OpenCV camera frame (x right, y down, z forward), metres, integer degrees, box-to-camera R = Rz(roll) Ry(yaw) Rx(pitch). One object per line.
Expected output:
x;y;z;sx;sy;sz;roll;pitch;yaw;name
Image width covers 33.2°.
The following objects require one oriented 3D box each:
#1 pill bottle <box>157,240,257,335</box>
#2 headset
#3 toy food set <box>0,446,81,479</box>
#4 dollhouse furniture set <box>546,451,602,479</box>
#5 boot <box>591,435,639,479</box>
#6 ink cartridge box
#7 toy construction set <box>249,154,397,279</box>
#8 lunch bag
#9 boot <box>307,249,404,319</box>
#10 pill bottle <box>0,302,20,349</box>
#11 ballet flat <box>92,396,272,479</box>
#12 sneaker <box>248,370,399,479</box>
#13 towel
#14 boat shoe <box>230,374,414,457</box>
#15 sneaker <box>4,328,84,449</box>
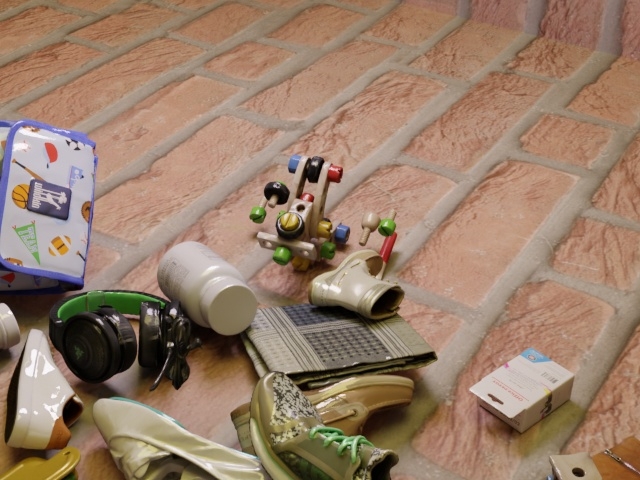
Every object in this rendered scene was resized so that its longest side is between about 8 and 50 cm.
-0.216;0.095;2.069;0.131;0.131;0.229;-16;25;-25;pill bottle
-0.339;0.155;1.937;0.243;0.185;0.394;-7;23;-33;headset
-0.464;0.410;1.689;0.128;0.071;0.218;-1;23;42;toy food set
0.338;0.425;1.649;0.183;0.129;0.129;-4;34;-11;dollhouse furniture set
0.513;0.426;1.692;0.264;0.096;0.280;-22;40;-31;boot
0.359;0.276;1.934;0.181;0.061;0.104;-25;42;-35;ink cartridge box
0.000;0.000;2.241;0.309;0.257;0.237;26;53;-5;toy construction set
-0.648;-0.066;2.133;0.385;0.239;0.328;4;72;-6;lunch bag
0.100;0.088;2.106;0.165;0.077;0.213;13;27;37;boot
-0.653;0.186;1.960;0.186;0.112;0.112;-24;42;-33;pill bottle
-0.223;0.368;1.713;0.400;0.139;0.139;19;37;18;ballet flat
0.045;0.344;1.615;0.158;0.182;0.410;8;42;-52;sneaker
0.018;0.191;2.007;0.312;0.056;0.324;-6;19;-16;towel
0.015;0.310;1.837;0.341;0.121;0.110;-8;70;-24;boat shoe
-0.481;0.269;1.884;0.123;0.106;0.290;17;28;-21;sneaker
